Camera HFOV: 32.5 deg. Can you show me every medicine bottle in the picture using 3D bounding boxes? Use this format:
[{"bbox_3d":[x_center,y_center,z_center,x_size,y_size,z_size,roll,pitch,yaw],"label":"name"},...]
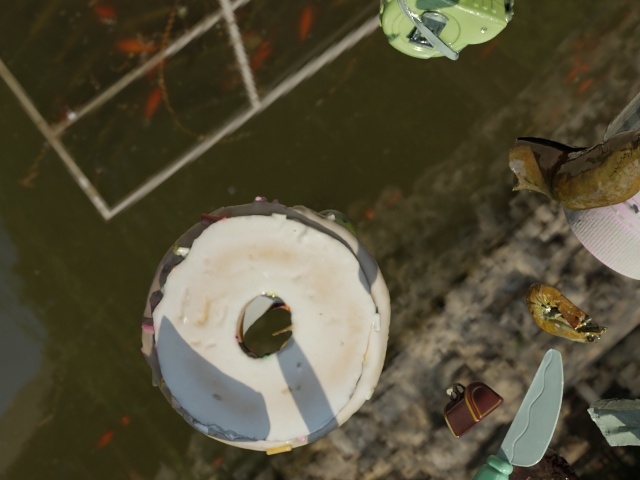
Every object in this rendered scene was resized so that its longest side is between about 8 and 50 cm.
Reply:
[{"bbox_3d":[0.536,-0.106,1.663,0.241,0.241,0.302,-21,154,-48],"label":"medicine bottle"}]

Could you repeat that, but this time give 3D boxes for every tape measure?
[{"bbox_3d":[0.185,-0.370,1.799,0.200,0.106,0.175,18,146,-24],"label":"tape measure"}]

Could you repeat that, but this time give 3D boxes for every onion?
[{"bbox_3d":[0.331,0.434,1.696,0.140,0.195,0.218,-28,146,-22],"label":"onion"}]

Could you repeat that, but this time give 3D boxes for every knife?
[{"bbox_3d":[0.237,0.253,1.332,0.034,0.063,0.260,31,89,-53],"label":"knife"}]

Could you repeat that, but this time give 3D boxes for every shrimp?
[{"bbox_3d":[0.501,0.153,2.276,0.051,0.217,0.115,-33,123,-22],"label":"shrimp"}]

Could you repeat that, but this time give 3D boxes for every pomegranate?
[{"bbox_3d":[0.003,0.006,2.535,0.169,0.148,0.148,-22,156,-30],"label":"pomegranate"}]

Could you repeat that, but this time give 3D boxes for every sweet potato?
[{"bbox_3d":[0.323,-0.089,1.344,0.085,0.112,0.286,-45,-167,-14],"label":"sweet potato"}]

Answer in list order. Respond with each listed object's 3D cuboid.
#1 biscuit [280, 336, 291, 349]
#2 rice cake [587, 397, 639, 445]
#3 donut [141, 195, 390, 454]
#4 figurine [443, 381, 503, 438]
[{"bbox_3d":[-0.053,0.262,2.474,0.158,0.035,0.240,-25,154,-17],"label":"biscuit"},{"bbox_3d":[0.524,0.302,1.822,0.040,0.085,0.226,-30,179,-17],"label":"rice cake"},{"bbox_3d":[-0.084,0.126,1.666,0.383,0.382,0.142,-39,-177,-5],"label":"donut"},{"bbox_3d":[0.298,0.344,2.289,0.082,0.098,0.154,-36,170,-31],"label":"figurine"}]
